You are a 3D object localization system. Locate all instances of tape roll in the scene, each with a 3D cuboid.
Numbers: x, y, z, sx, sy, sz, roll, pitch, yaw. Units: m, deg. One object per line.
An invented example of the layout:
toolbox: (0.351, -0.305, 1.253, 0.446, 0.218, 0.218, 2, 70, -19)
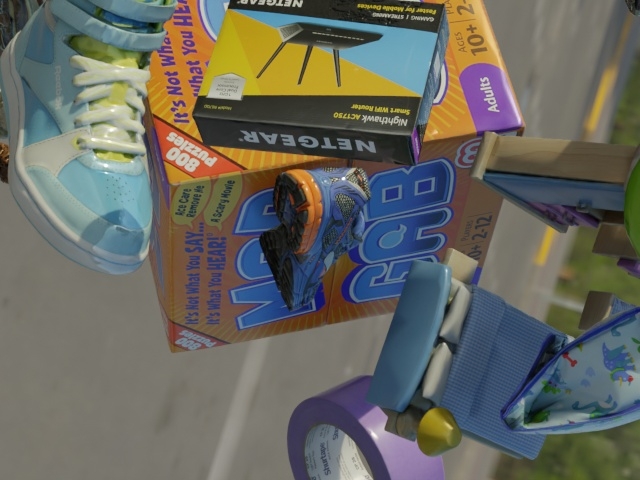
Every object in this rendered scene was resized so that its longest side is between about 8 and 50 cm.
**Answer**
tape roll: (0.051, 0.256, 2.058, 0.080, 0.189, 0.189, -23, 138, -36)

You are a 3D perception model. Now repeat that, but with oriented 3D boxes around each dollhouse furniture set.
dollhouse furniture set: (0.239, 0.090, 1.609, 0.286, 0.198, 0.303, 28, 79, -37)

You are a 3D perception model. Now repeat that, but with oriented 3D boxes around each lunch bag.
lunch bag: (0.231, 0.122, 1.530, 0.096, 0.151, 0.129, 63, 12, 13)

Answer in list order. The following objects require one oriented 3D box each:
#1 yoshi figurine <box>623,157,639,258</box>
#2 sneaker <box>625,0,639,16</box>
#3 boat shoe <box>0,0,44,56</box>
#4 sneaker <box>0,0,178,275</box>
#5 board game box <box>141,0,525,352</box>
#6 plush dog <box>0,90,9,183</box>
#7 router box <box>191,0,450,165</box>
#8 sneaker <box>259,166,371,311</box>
yoshi figurine: (0.322, -0.076, 1.145, 0.362, 0.203, 0.203, -42, -179, -33)
sneaker: (0.294, -0.243, 1.223, 0.226, 0.163, 0.086, 77, 4, -68)
boat shoe: (-0.355, -0.256, 1.961, 0.257, 0.095, 0.095, 83, -19, -57)
sneaker: (-0.193, -0.138, 1.597, 0.208, 0.127, 0.319, -54, -137, 32)
board game box: (-0.023, -0.141, 1.918, 0.356, 0.356, 0.356, 98, -21, -59)
plush dog: (-0.366, -0.166, 2.540, 0.210, 0.262, 0.225, 115, -26, -54)
router box: (0.003, -0.131, 1.410, 0.046, 0.179, 0.133, 73, 27, -55)
sneaker: (0.000, 0.000, 1.681, 0.221, 0.087, 0.083, 111, -40, -64)
